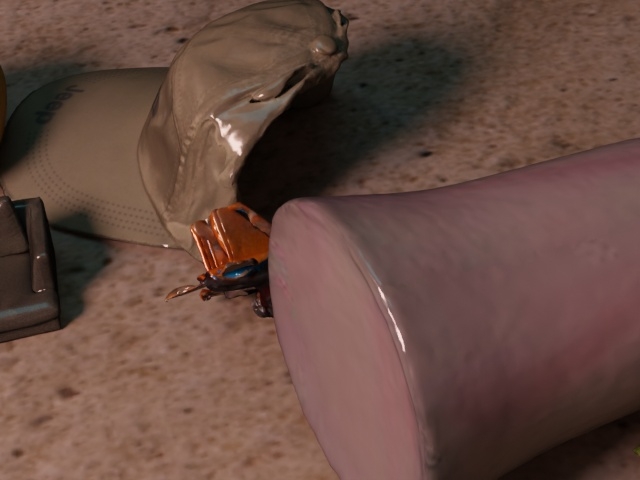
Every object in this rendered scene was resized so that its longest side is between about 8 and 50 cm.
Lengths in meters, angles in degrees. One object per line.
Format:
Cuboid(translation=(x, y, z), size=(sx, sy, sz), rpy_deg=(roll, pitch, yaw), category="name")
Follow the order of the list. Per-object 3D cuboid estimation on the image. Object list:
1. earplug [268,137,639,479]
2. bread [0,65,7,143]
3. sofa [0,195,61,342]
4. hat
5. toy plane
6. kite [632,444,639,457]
Cuboid(translation=(0.143, 0.021, 0.698), size=(0.301, 0.172, 0.172), rpy_deg=(-18, 40, -20), category="earplug")
Cuboid(translation=(-0.320, -0.072, 0.920), size=(0.217, 0.098, 0.147), rpy_deg=(-8, 41, -1), category="bread")
Cuboid(translation=(-0.237, 0.024, 0.823), size=(0.147, 0.060, 0.085), rpy_deg=(-12, 40, -4), category="sofa")
Cuboid(translation=(-0.102, -0.101, 0.900), size=(0.245, 0.149, 0.214), rpy_deg=(15, 44, 11), category="hat")
Cuboid(translation=(0.003, 0.011, 0.791), size=(0.188, 0.135, 0.062), rpy_deg=(0, 73, -39), category="toy plane")
Cuboid(translation=(0.216, 0.140, 0.645), size=(0.159, 0.010, 0.190), rpy_deg=(27, 50, 35), category="kite")
